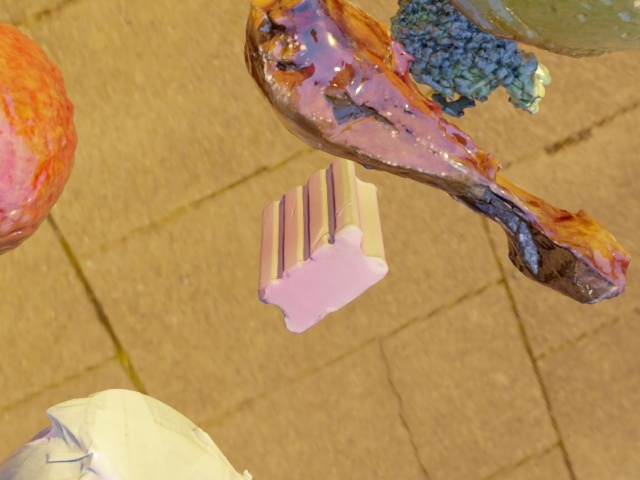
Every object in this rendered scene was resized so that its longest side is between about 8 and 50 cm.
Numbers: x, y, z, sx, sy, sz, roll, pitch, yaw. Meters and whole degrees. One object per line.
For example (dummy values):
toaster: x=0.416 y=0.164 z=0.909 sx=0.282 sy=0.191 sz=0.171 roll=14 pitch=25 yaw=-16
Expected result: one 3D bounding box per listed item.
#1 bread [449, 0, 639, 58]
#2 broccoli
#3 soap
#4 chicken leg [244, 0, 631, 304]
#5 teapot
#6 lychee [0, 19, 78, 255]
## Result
bread: x=0.075 y=-0.137 z=0.441 sx=0.125 sy=0.086 sz=0.156 roll=31 pitch=65 yaw=-44
broccoli: x=0.210 y=-0.241 z=1.802 sx=0.275 sy=0.198 sz=0.177 roll=-7 pitch=130 yaw=-58
soap: x=0.000 y=0.000 z=1.507 sx=0.122 sy=0.203 sz=0.065 roll=-34 pitch=111 yaw=14
chicken leg: x=0.072 y=-0.056 z=0.969 sx=0.304 sy=0.113 sz=0.093 roll=38 pitch=98 yaw=-3
teapot: x=-0.120 y=0.205 z=0.949 sx=0.178 sy=0.221 sz=0.163 roll=-52 pitch=161 yaw=21
lychee: x=-0.353 y=-0.083 z=1.339 sx=0.255 sy=0.300 sz=0.255 roll=6 pitch=125 yaw=9
